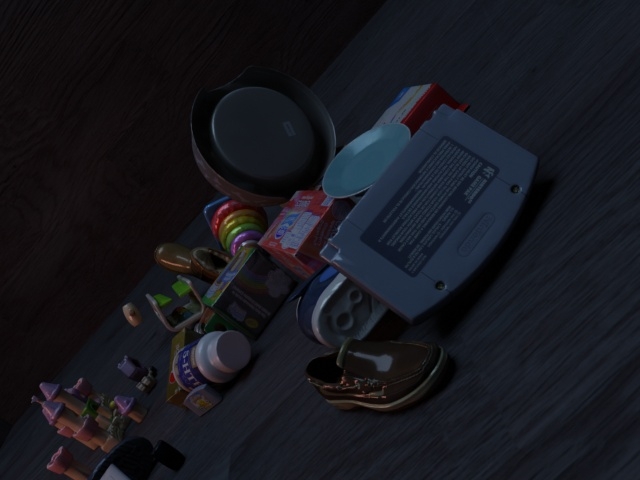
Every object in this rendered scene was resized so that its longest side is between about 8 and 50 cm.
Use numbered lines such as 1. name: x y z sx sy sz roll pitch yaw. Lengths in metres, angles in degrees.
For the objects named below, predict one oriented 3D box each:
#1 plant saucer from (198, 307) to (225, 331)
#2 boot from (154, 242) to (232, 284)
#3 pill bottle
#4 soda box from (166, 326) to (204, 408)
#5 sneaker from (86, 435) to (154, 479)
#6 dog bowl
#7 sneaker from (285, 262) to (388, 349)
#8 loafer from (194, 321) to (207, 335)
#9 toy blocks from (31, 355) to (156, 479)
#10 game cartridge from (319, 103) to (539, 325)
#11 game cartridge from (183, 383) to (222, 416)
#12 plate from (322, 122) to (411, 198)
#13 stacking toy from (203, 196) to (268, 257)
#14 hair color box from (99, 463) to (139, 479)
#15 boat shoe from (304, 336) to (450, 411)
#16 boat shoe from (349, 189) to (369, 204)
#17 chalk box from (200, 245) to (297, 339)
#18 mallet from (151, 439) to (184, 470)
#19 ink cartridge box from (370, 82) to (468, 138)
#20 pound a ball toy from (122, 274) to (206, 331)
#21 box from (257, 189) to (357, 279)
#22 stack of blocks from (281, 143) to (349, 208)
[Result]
1. plant saucer: -0.249 0.172 1.945 0.200 0.037 0.200 -44 18 19
2. boot: -0.359 0.052 2.095 0.269 0.236 0.089 145 143 -76
3. pill bottle: -0.231 0.257 1.581 0.186 0.112 0.112 -32 24 48
4. soda box: -0.318 0.299 1.732 0.061 0.058 0.181 -41 35 31
5. sneaker: -0.489 0.561 1.608 0.319 0.112 0.131 -55 20 -17
6. dog bowl: -0.141 -0.236 1.726 0.349 0.349 0.102 -61 7 -30
7. sneaker: 0.086 0.036 1.199 0.323 0.130 0.236 -46 10 -6
8. loafer: -0.287 0.256 1.830 0.039 0.045 0.125 -26 47 22
9. toy blocks: -0.649 0.443 2.018 0.309 0.260 0.288 -51 16 0
10. game cartridge: 0.164 -0.035 1.039 0.297 0.198 0.062 -50 -16 -10
11. game cartridge: -0.253 0.338 1.562 0.083 0.056 0.017 -41 11 31
12. plate: 0.085 -0.138 1.313 0.188 0.024 0.188 -29 32 20
13. stacking toy: -0.205 0.004 2.027 0.165 0.175 0.302 -22 34 -4
14. hair color box: -0.361 0.533 1.341 0.174 0.105 0.347 -57 17 -20
15. boat shoe: 0.062 0.178 1.008 0.257 0.095 0.095 -30 26 50
16. boat shoe: 0.150 -0.136 1.428 0.158 0.127 0.340 -39 23 -20
17. chalk box: -0.178 0.135 1.670 0.213 0.132 0.132 -52 17 -10
18. mallet: -0.338 0.439 1.559 0.039 0.062 0.189 -54 16 -16
19. ink cartridge box: 0.212 -0.266 1.603 0.134 0.078 0.231 -52 17 -4
20. pound a ball toy: -0.465 0.216 2.202 0.208 0.136 0.319 -32 9 -16
21. box: 0.000 0.000 1.472 0.154 0.142 0.300 -53 16 -9
22. stack of blocks: 0.010 -0.139 1.841 0.171 0.087 0.297 -54 17 -11
